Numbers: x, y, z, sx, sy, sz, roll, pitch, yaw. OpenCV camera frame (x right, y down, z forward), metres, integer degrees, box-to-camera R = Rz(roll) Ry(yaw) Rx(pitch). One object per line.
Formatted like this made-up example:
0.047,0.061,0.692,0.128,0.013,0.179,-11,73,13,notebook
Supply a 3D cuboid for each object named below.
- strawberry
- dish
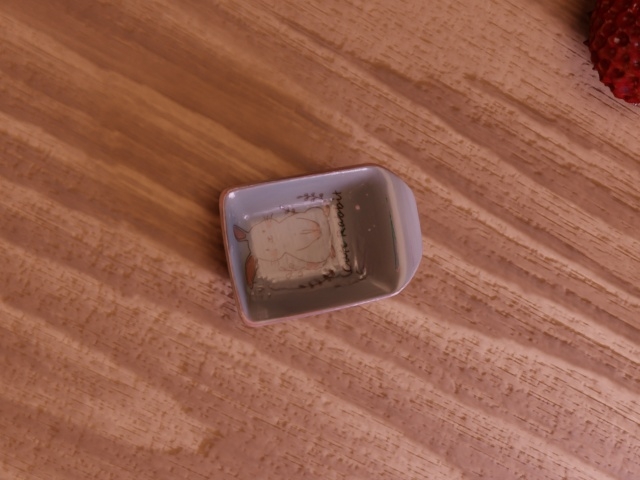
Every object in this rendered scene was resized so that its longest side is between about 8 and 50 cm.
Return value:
0.429,-0.244,1.508,0.205,0.244,0.205,-1,93,-20,strawberry
0.000,0.000,1.444,0.234,0.064,0.154,-10,93,-19,dish
